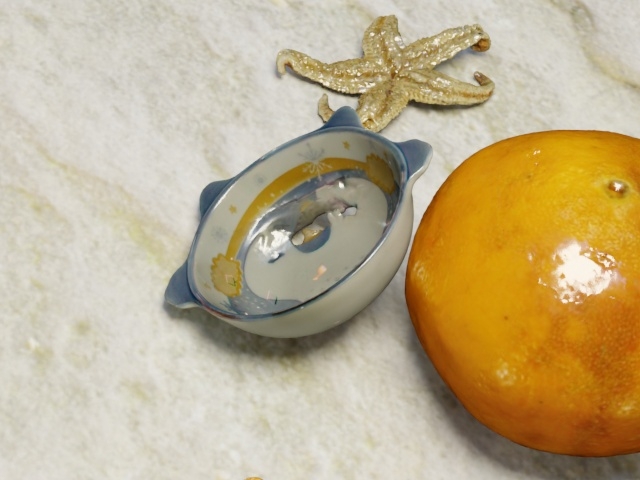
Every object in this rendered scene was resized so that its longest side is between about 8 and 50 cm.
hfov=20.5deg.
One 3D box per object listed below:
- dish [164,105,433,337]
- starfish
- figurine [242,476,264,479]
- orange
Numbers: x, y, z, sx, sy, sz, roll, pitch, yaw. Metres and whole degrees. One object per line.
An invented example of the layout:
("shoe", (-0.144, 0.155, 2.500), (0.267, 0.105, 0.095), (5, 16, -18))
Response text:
("dish", (0.000, 0.000, 1.472), (0.236, 0.086, 0.228), (-12, 45, 28))
("starfish", (0.063, -0.163, 1.652), (0.209, 0.053, 0.150), (4, 47, -4))
("figurine", (-0.062, 0.229, 1.333), (0.064, 0.047, 0.109), (37, 57, -18))
("orange", (0.209, 0.036, 1.415), (0.283, 0.226, 0.284), (8, 46, -9))
